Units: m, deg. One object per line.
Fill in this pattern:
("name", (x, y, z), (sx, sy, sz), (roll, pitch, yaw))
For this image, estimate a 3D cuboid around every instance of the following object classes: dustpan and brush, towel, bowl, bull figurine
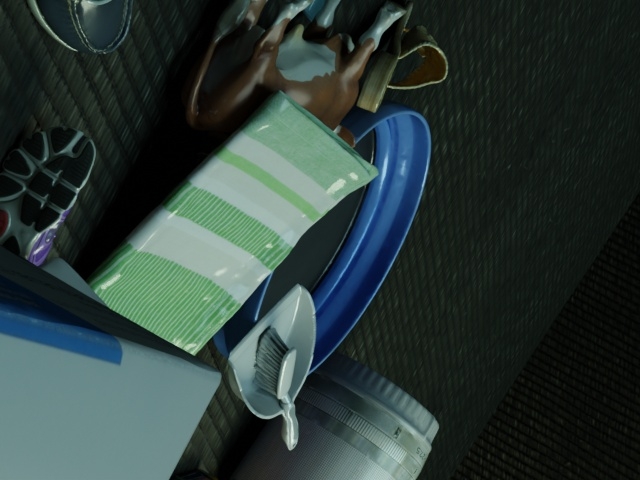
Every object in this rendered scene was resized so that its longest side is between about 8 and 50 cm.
("dustpan and brush", (-0.047, 0.171, 1.730), (0.147, 0.060, 0.211), (-45, 155, -36))
("towel", (-0.102, 0.006, 1.479), (0.325, 0.038, 0.248), (-43, 155, 8))
("bowl", (0.000, 0.000, 1.816), (0.391, 0.077, 0.391), (-49, 157, -30))
("bull figurine", (-0.021, -0.173, 1.480), (0.310, 0.101, 0.188), (-14, 137, -61))

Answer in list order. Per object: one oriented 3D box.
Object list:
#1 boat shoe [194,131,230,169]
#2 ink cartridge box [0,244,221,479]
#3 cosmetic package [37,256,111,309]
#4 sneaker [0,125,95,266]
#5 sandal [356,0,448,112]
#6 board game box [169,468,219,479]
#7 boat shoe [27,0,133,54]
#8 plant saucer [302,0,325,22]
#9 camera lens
("boat shoe", (-0.094, -0.040, 1.538), (0.073, 0.073, 0.207), (-56, 159, -17))
("ink cartridge box", (-0.288, 0.029, 0.708), (0.166, 0.395, 0.285), (-62, 160, -2))
("cosmetic package", (-0.332, 0.210, 1.095), (0.453, 0.161, 0.230), (-33, 166, -51))
("sneaker", (-0.244, -0.024, 1.244), (0.170, 0.068, 0.071), (-56, 175, 13))
("sandal", (0.105, -0.197, 1.695), (0.240, 0.079, 0.088), (-63, 175, -59))
("board game box", (-0.203, 0.382, 1.888), (0.170, 0.048, 0.141), (-64, 161, 9))
("boat shoe", (-0.167, -0.228, 1.102), (0.095, 0.079, 0.254), (-47, 156, -34))
("plant saucer", (-0.024, -0.277, 1.469), (0.067, 0.018, 0.192), (-60, 161, -1))
("camera lens", (0.011, 0.321, 2.067), (0.274, 0.219, 0.219), (-56, 160, -13))
